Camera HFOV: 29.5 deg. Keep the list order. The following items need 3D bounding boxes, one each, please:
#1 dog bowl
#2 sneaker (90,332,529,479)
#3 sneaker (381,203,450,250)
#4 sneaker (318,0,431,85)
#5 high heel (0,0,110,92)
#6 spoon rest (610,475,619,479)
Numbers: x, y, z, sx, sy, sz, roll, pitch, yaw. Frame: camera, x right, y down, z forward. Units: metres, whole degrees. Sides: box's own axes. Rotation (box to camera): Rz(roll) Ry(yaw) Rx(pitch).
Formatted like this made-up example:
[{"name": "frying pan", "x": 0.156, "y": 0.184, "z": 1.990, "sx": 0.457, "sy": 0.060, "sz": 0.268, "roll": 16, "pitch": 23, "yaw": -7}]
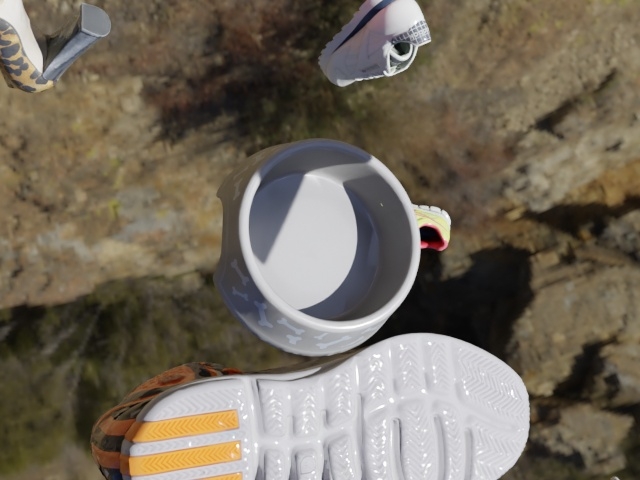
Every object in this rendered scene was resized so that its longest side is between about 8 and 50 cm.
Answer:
[{"name": "dog bowl", "x": 0.000, "y": 0.000, "z": 1.892, "sx": 0.348, "sy": 0.349, "sz": 0.102, "roll": -5, "pitch": 168, "yaw": -26}, {"name": "sneaker", "x": -0.015, "y": 0.126, "z": 0.897, "sx": 0.321, "sy": 0.125, "sz": 0.180, "roll": 1, "pitch": 179, "yaw": -25}, {"name": "sneaker", "x": 0.148, "y": -0.027, "z": 2.252, "sx": 0.208, "sy": 0.094, "sz": 0.082, "roll": 6, "pitch": 126, "yaw": -9}, {"name": "sneaker", "x": 0.073, "y": -0.261, "z": 1.688, "sx": 0.090, "sy": 0.095, "sz": 0.235, "roll": -33, "pitch": 176, "yaw": -26}, {"name": "high heel", "x": -0.385, "y": -0.241, "z": 1.327, "sx": 0.261, "sy": 0.093, "sz": 0.186, "roll": 23, "pitch": 148, "yaw": -33}, {"name": "spoon rest", "x": 0.300, "y": 0.420, "z": 1.538, "sx": 0.276, "sy": 0.084, "sz": 0.137, "roll": -40, "pitch": 128, "yaw": -4}]
